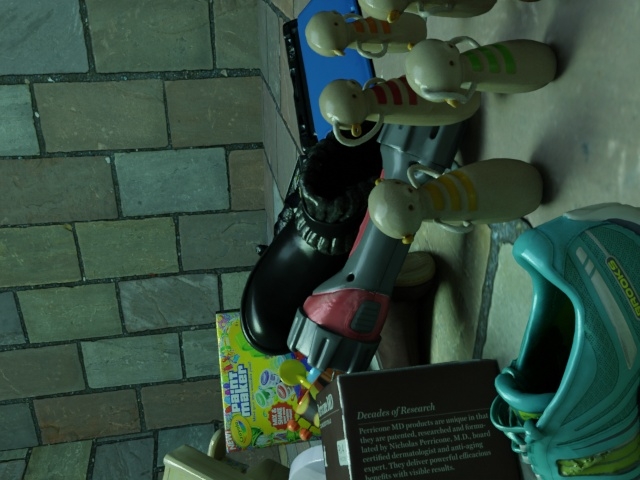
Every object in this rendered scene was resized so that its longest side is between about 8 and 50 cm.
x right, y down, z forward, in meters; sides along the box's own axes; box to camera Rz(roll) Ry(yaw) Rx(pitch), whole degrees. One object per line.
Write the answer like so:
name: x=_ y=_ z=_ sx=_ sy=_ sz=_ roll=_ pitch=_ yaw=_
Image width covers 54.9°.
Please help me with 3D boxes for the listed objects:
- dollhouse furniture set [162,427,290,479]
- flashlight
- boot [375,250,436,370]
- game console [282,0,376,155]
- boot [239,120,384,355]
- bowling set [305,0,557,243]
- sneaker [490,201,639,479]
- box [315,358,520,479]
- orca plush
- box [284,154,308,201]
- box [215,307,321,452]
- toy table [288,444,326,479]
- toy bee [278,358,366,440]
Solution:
dollhouse furniture set: x=-0.162 y=0.535 z=1.314 sx=0.394 sy=0.362 sz=0.257 roll=-7 pitch=-68 yaw=-63
flashlight: x=0.060 y=-0.006 z=0.675 sx=0.304 sy=0.103 sz=0.103 roll=-70 pitch=-17 yaw=8
boot: x=0.115 y=0.125 z=0.819 sx=0.248 sy=0.090 sz=0.207 roll=161 pitch=93 yaw=-78
game console: x=0.039 y=-0.291 z=1.132 sx=0.250 sy=0.173 sz=0.293 roll=38 pitch=-141 yaw=-60
boot: x=-0.003 y=-0.003 z=0.864 sx=0.348 sy=0.131 sz=0.260 roll=-63 pitch=2 yaw=-13
bowling set: x=0.085 y=-0.163 z=0.491 sx=0.200 sy=0.154 sz=0.287 roll=107 pitch=145 yaw=-47
sneaker: x=0.160 y=0.111 z=0.396 sx=0.107 sy=0.109 sz=0.276 roll=-129 pitch=35 yaw=-72
box: x=0.097 y=0.244 z=0.648 sx=0.168 sy=0.166 sz=0.203 roll=110 pitch=153 yaw=-68
orca plush: x=-0.090 y=0.021 z=1.354 sx=0.287 sy=0.102 sz=0.151 roll=97 pitch=164 yaw=-47
box: x=-0.022 y=-0.029 z=1.457 sx=0.322 sy=0.079 sz=0.257 roll=121 pitch=141 yaw=-73
box: x=-0.085 y=0.290 z=1.381 sx=0.177 sy=0.279 sz=0.290 roll=156 pitch=109 yaw=-80
toy table: x=0.023 y=0.470 z=1.032 sx=0.274 sy=0.252 sz=0.161 roll=80 pitch=-167 yaw=-50
toy bee: x=-0.004 y=0.280 z=1.129 sx=0.195 sy=0.162 sz=0.298 roll=28 pitch=164 yaw=33
